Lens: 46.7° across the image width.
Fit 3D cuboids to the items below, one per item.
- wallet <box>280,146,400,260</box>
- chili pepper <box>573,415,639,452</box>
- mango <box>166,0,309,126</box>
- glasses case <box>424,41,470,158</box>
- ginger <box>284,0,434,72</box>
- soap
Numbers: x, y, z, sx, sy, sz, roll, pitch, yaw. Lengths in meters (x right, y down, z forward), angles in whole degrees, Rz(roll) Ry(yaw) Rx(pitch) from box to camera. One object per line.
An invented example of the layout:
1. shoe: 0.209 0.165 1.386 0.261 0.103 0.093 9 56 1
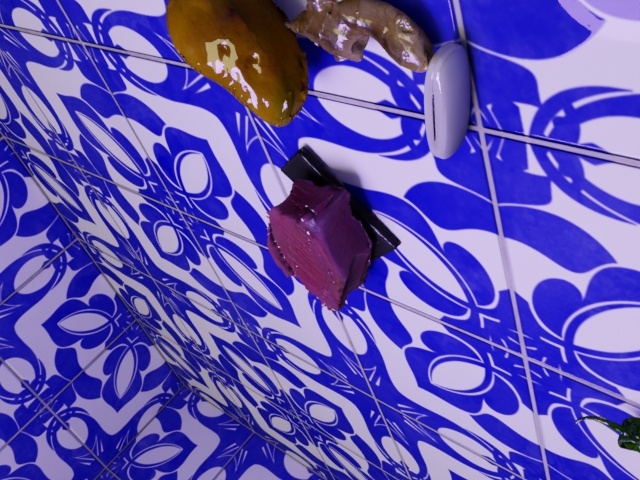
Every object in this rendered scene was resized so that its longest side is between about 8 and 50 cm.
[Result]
1. wallet: 0.031 -0.059 1.334 0.244 0.025 0.124 44 158 -6
2. chili pepper: 0.545 0.336 1.144 0.279 0.065 0.122 36 150 7
3. mango: -0.111 -0.272 1.044 0.248 0.156 0.151 54 174 -11
4. glasses case: 0.159 -0.171 0.927 0.041 0.063 0.164 29 152 29
5. ginger: 0.052 -0.267 0.947 0.214 0.059 0.133 36 146 11
6. soap: 0.000 0.000 1.317 0.182 0.112 0.289 34 158 13
